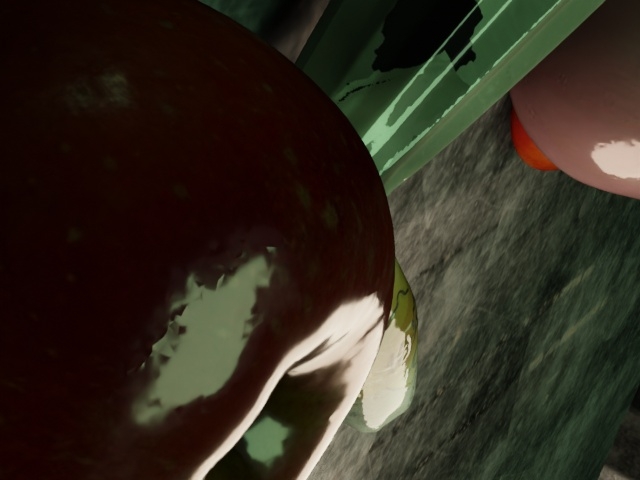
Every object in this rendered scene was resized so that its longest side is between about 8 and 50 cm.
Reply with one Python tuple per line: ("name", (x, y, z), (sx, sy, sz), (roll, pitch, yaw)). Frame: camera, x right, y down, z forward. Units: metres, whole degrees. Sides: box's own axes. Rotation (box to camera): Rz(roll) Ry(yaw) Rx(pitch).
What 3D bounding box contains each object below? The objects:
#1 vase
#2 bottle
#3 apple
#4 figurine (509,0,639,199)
("vase", (0.076, -0.143, 0.885), (0.360, 0.165, 0.165), (-51, 157, -16))
("bottle", (0.032, 0.044, 1.086), (0.083, 0.083, 0.270), (-49, 154, -31))
("apple", (-0.101, 0.028, 0.567), (0.260, 0.216, 0.260), (-50, 158, -30))
("figurine", (0.251, -0.150, 1.222), (0.211, 0.261, 0.270), (8, 112, -39))
